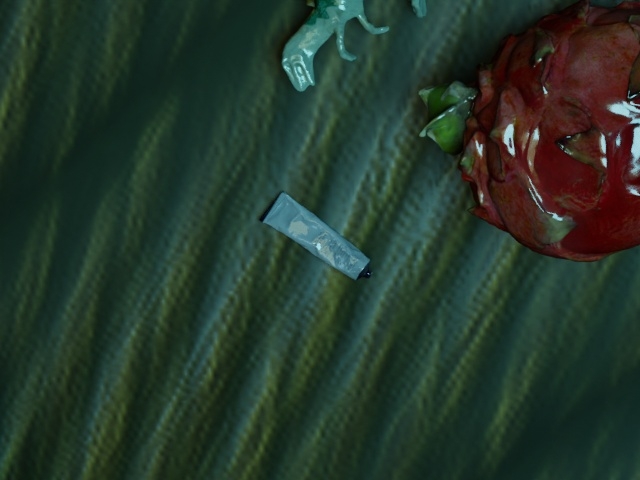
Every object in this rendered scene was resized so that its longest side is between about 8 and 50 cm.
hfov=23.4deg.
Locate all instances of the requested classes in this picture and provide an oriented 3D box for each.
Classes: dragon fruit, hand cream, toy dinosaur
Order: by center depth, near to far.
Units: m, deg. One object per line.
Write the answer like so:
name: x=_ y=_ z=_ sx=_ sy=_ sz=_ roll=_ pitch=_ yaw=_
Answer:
dragon fruit: x=0.181 y=-0.073 z=1.030 sx=0.209 sy=0.172 sz=0.172 roll=-17 pitch=103 yaw=18
toy dinosaur: x=0.017 y=-0.202 z=1.092 sx=0.106 sy=0.044 sz=0.187 roll=-1 pitch=97 yaw=23
hand cream: x=0.000 y=0.000 z=1.165 sx=0.093 sy=0.019 sz=0.030 roll=37 pitch=110 yaw=5
